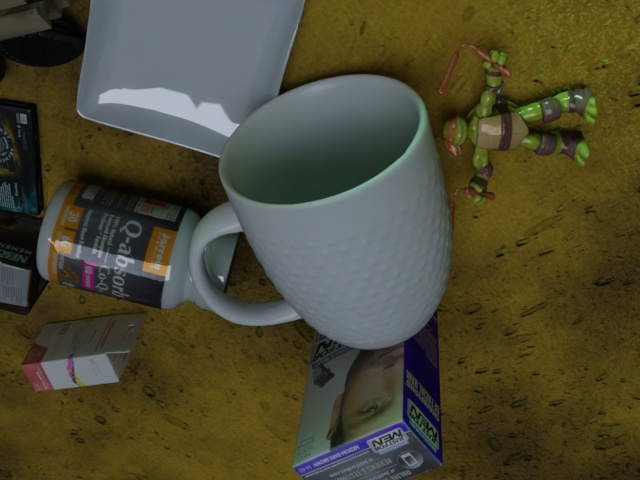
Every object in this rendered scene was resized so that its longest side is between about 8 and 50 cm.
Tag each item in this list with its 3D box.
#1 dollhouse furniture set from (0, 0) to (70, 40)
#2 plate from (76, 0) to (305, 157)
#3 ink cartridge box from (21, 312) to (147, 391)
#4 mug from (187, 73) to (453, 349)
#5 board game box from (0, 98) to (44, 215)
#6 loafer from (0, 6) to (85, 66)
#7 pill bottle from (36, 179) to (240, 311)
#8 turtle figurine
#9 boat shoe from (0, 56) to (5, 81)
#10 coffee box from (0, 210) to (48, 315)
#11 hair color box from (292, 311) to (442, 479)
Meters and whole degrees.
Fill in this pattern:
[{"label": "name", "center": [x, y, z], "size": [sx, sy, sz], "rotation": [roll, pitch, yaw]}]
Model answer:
[{"label": "dollhouse furniture set", "center": [-0.398, -0.329, 0.995], "size": [0.123, 0.151, 0.144], "rotation": [-9, 155, 14]}, {"label": "plate", "center": [-0.183, -0.261, 1.109], "size": [0.278, 0.045, 0.277], "rotation": [16, 122, -4]}, {"label": "ink cartridge box", "center": [-0.394, 0.191, 1.384], "size": [0.198, 0.115, 0.067], "rotation": [-8, 121, 12]}, {"label": "mug", "center": [0.000, 0.000, 1.114], "size": [0.374, 0.276, 0.328], "rotation": [-19, 129, 3]}, {"label": "board game box", "center": [-0.497, -0.131, 1.237], "size": [0.126, 0.026, 0.186], "rotation": [10, 124, 0]}, {"label": "loafer", "center": [-0.421, -0.293, 1.067], "size": [0.220, 0.078, 0.080], "rotation": [6, 155, -36]}, {"label": "pill bottle", "center": [-0.273, 0.015, 1.229], "size": [0.278, 0.162, 0.162], "rotation": [14, 123, -3]}, {"label": "turtle figurine", "center": [0.260, -0.144, 1.116], "size": [0.217, 0.087, 0.270], "rotation": [-1, 115, -2]}, {"label": "boat shoe", "center": [-0.559, -0.309, 1.081], "size": [0.089, 0.105, 0.285], "rotation": [-28, 117, 19]}, {"label": "coffee box", "center": [-0.556, 0.014, 1.270], "size": [0.246, 0.141, 0.098], "rotation": [16, 123, -4]}, {"label": "hair color box", "center": [0.078, 0.214, 1.217], "size": [0.185, 0.339, 0.110], "rotation": [-29, 116, 22]}]
